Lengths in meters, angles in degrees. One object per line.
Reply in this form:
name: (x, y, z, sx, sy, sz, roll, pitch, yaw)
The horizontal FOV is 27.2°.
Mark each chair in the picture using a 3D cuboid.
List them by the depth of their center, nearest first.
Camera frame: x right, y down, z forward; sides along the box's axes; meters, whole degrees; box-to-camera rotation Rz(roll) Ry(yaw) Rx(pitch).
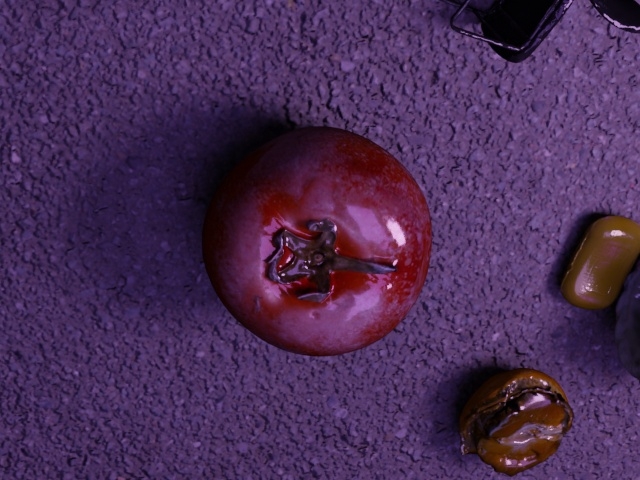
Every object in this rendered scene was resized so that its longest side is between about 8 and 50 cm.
chair: (0.248, -0.278, 1.535, 0.221, 0.140, 0.145, 28, 110, -29)

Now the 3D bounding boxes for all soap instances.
soap: (0.376, 0.029, 1.768, 0.089, 0.045, 0.140, 16, 112, -18)

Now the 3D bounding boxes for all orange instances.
orange: (0.266, 0.238, 1.810, 0.170, 0.112, 0.160, -23, 134, 25)

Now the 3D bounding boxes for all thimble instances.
thimble: (0.491, 0.115, 1.753, 0.149, 0.185, 0.211, 23, 76, -25)

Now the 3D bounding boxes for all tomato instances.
tomato: (0.000, 0.000, 1.558, 0.270, 0.227, 0.270, 0, 103, 2)
